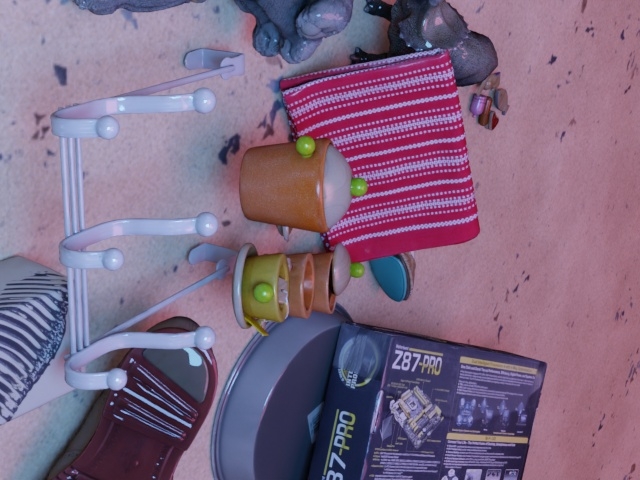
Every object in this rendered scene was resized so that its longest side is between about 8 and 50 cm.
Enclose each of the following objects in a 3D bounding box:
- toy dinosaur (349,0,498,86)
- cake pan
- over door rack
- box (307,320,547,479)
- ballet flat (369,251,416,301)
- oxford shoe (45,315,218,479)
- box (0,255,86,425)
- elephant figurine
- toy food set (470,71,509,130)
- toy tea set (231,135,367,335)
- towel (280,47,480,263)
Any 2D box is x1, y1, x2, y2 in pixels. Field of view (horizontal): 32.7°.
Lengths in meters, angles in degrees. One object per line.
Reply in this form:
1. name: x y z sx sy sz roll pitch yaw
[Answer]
1. toy dinosaur: 0.143 -0.228 1.319 0.313 0.160 0.121 28 83 -54
2. cake pan: -0.021 0.220 1.403 0.293 0.054 0.293 -28 127 -44
3. over door rack: -0.128 -0.034 0.998 0.324 0.108 0.240 -47 143 -65
4. box: 0.146 0.291 1.472 0.395 0.097 0.318 14 89 -49
5. ballet flat: 0.094 -0.003 1.436 0.067 0.073 0.206 -50 141 -24
6. oxford shoe: -0.204 0.232 1.105 0.348 0.123 0.130 -56 -171 7
7. box: -0.328 0.110 0.895 0.275 0.094 0.113 -26 126 -46
8. elephant figurine: -0.084 -0.275 1.012 0.239 0.169 0.186 23 58 -40
9. toy food set: 0.243 -0.203 1.594 0.078 0.019 0.122 -58 151 -17
10. toy tea set: 0.000 0.000 1.189 0.336 0.124 0.200 12 80 -80
11. towel: 0.076 -0.089 1.288 0.031 0.198 0.275 -91 168 -50
